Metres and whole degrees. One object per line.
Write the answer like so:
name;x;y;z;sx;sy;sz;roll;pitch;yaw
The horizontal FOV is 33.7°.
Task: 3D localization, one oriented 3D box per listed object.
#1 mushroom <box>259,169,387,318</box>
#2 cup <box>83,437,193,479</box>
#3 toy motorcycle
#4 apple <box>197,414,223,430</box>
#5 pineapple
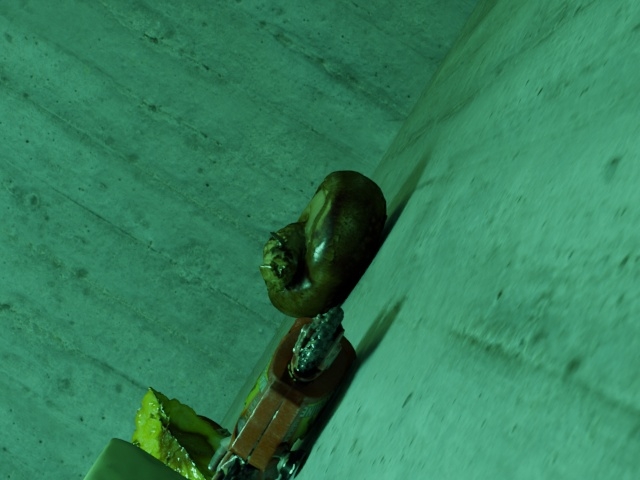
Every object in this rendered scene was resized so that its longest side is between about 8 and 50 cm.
mushroom;0.009;0.011;1.847;0.278;0.163;0.297;-48;-6;-47
cup;-0.235;0.394;1.323;0.173;0.202;0.255;-57;2;35
toy motorcycle;-0.043;0.197;1.233;0.298;0.089;0.171;-59;1;13
apple;-0.232;0.394;1.820;0.199;0.199;0.199;-58;2;3
pineapple;-0.202;0.362;1.687;0.164;0.250;0.140;6;-57;-54
